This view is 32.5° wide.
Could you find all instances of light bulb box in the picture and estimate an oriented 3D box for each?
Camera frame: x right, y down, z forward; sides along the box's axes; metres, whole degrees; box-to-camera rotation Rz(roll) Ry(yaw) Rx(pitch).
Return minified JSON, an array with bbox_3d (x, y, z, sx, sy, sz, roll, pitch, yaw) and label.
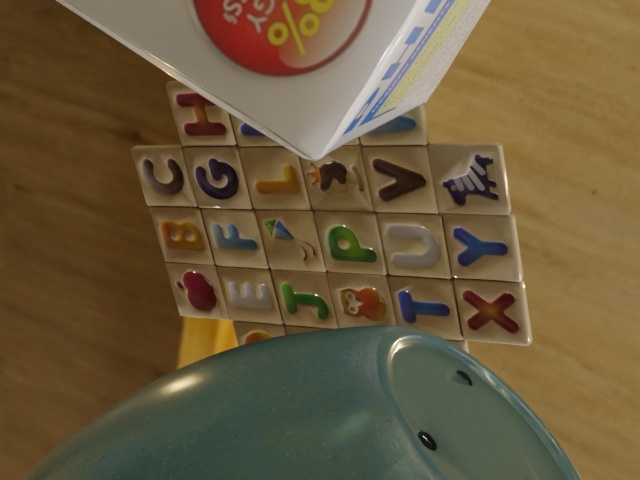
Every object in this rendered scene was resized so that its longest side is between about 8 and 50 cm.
[{"bbox_3d":[0.033,-0.261,0.563,0.225,0.361,0.358,33,-74,5],"label":"light bulb box"}]

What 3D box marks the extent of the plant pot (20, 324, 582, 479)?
[{"bbox_3d":[0.014,0.153,0.519,0.290,0.290,0.195,44,-69,6],"label":"plant pot"}]

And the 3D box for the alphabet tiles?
[{"bbox_3d":[0.000,0.000,0.907,0.342,0.011,0.285,3,-61,30],"label":"alphabet tiles"}]
